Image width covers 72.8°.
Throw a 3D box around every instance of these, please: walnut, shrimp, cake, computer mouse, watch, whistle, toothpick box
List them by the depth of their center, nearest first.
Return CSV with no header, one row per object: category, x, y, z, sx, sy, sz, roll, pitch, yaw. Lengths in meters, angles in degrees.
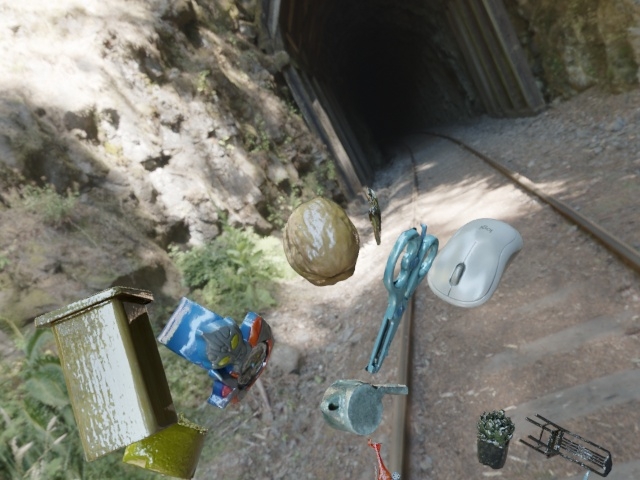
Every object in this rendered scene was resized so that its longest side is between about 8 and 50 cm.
toothpick box,-0.439,0.278,0.933,0.187,0.309,0.190,-22,-12,-4
watch,-0.294,0.259,1.117,0.274,0.305,0.242,22,70,27
cake,-0.391,0.523,1.122,0.260,0.178,0.156,124,161,-66
computer mouse,0.418,0.042,1.154,0.296,0.121,0.184,-39,50,-23
shrimp,0.152,-0.086,1.255,0.035,0.196,0.148,-11,-19,12
walnut,0.003,-0.002,1.676,0.305,0.344,0.306,-22,-28,-12
whistle,0.175,0.634,1.759,0.404,0.189,0.168,-24,4,-40

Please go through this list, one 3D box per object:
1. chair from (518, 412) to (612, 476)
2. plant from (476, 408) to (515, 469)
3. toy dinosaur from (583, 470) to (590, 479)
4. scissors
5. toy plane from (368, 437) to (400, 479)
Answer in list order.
chair,0.693,0.587,1.234,0.084,0.212,0.102,-57,-21,-23
plant,0.453,0.512,1.130,0.091,0.144,0.094,11,13,38
toy dinosaur,0.950,0.932,1.596,0.198,0.080,0.045,-60,21,-11
scissors,0.173,0.146,0.986,0.180,0.394,0.032,-5,28,-45
toy plane,0.183,0.683,1.263,0.077,0.126,0.194,0,18,-11
